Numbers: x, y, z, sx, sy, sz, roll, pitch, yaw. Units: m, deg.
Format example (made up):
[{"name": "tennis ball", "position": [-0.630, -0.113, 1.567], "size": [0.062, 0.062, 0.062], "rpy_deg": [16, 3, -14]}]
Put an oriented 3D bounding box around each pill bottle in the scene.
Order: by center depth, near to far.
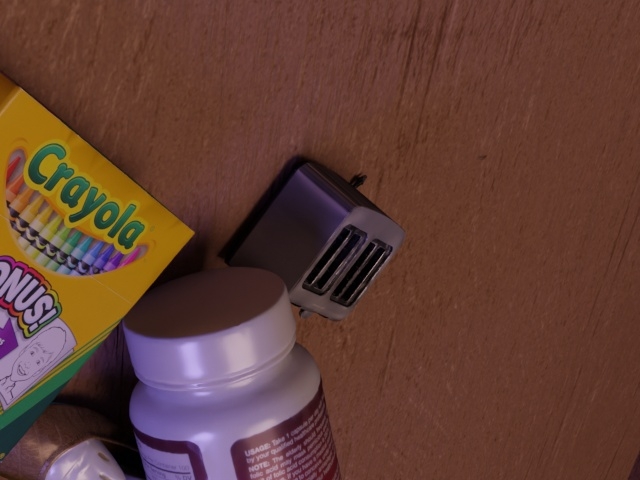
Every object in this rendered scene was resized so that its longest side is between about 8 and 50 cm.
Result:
[{"name": "pill bottle", "position": [-0.094, 0.245, 1.873], "size": [0.224, 0.224, 0.392], "rpy_deg": [-27, 117, -36]}]

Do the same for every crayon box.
[{"name": "crayon box", "position": [-0.321, 0.025, 1.539], "size": [0.313, 0.106, 0.363], "rpy_deg": [-49, 151, -2]}]

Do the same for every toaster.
[{"name": "toaster", "position": [0.000, 0.000, 1.962], "size": [0.185, 0.110, 0.168], "rpy_deg": [-53, 152, 5]}]

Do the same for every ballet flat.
[{"name": "ballet flat", "position": [-0.258, 0.275, 1.904], "size": [0.116, 0.124, 0.342], "rpy_deg": [-50, 151, 1]}]
